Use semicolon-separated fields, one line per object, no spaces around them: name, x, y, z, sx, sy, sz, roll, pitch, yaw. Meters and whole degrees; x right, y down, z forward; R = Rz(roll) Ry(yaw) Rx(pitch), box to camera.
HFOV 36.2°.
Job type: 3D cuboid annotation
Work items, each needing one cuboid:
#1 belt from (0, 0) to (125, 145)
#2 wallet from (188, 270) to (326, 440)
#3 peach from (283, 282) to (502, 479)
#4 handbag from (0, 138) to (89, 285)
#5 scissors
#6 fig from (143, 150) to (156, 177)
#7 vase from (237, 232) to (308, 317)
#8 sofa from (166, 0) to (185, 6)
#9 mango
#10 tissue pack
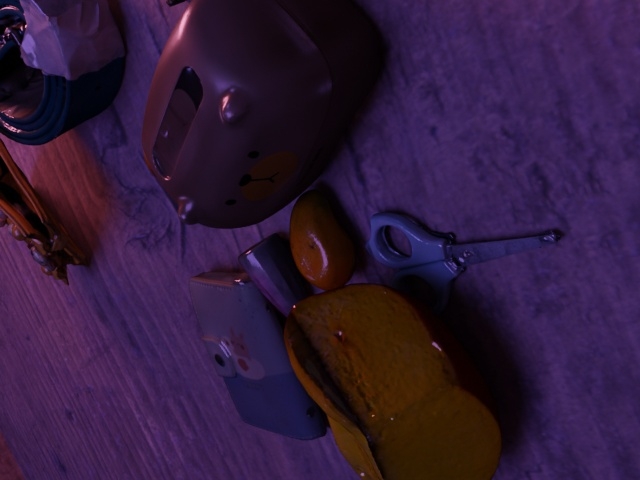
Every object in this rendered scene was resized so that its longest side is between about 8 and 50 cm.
belt;-0.547;-0.361;1.916;0.300;0.173;0.436;52;147;-6
wallet;-0.136;0.221;1.907;0.252;0.083;0.360;-2;115;50
peach;0.112;0.226;1.510;0.380;0.242;0.306;61;172;-34
handbag;-0.650;-0.056;2.158;0.283;0.133;0.401;46;166;10
scissors;0.208;0.021;1.441;0.360;0.029;0.191;-15;106;49
fig;-0.237;-0.229;1.705;0.159;0.159;0.257;-3;90;49
vase;-0.057;0.097;1.747;0.086;0.086;0.214;-26;98;52
sofa;-0.263;-0.456;1.641;0.118;0.039;0.060;56;143;5
mango;-0.003;0.004;1.614;0.115;0.089;0.165;-34;84;51
tissue pack;-0.111;-0.200;1.452;0.267;0.276;0.387;52;141;14
